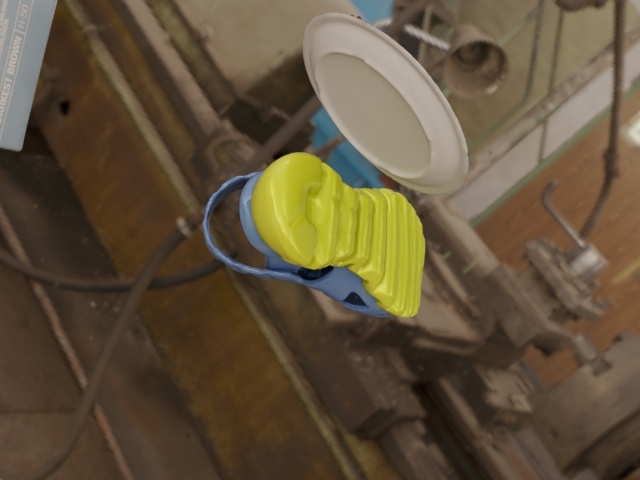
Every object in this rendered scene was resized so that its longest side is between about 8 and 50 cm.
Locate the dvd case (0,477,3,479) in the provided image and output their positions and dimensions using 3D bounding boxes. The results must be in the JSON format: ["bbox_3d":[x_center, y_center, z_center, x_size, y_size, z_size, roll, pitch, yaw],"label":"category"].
[{"bbox_3d":[-0.111,0.157,0.197,0.179,0.030,0.238,28,39,18],"label":"dvd case"}]

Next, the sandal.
[{"bbox_3d":[0.000,0.000,0.979,0.317,0.138,0.126,31,60,-51],"label":"sandal"}]

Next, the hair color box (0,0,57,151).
[{"bbox_3d":[-0.322,-0.138,0.492,0.185,0.114,0.374,15,3,19],"label":"hair color box"}]

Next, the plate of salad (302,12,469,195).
[{"bbox_3d":[0.062,-0.124,0.889,0.200,0.048,0.200,41,-20,19],"label":"plate of salad"}]
